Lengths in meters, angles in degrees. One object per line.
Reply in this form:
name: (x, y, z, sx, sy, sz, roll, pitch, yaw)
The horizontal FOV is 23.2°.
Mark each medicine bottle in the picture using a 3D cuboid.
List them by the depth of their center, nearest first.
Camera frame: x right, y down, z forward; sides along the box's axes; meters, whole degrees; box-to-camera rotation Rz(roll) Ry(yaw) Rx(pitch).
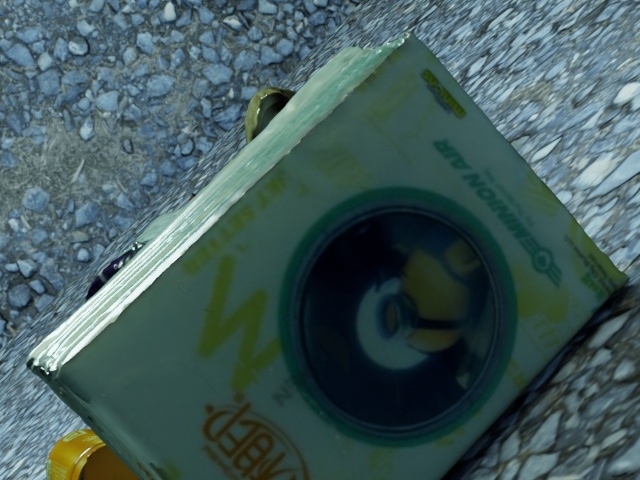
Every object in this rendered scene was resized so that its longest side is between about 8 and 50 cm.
medicine bottle: (-0.248, 0.267, 1.758, 0.096, 0.096, 0.192, -45, 12, -15)

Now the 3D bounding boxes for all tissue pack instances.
tissue pack: (0.008, 0.063, 1.228, 0.388, 0.287, 0.162, -45, 11, -16)

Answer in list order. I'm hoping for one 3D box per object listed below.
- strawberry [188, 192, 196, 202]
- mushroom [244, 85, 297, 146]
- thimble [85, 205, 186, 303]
strawberry: (-0.137, 0.046, 1.966, 0.186, 0.201, 0.184, -28, -24, -37)
mushroom: (0.047, -0.107, 1.862, 0.267, 0.190, 0.164, -10, 4, -4)
thimble: (-0.152, 0.081, 1.790, 0.237, 0.237, 0.150, -32, 15, 38)
